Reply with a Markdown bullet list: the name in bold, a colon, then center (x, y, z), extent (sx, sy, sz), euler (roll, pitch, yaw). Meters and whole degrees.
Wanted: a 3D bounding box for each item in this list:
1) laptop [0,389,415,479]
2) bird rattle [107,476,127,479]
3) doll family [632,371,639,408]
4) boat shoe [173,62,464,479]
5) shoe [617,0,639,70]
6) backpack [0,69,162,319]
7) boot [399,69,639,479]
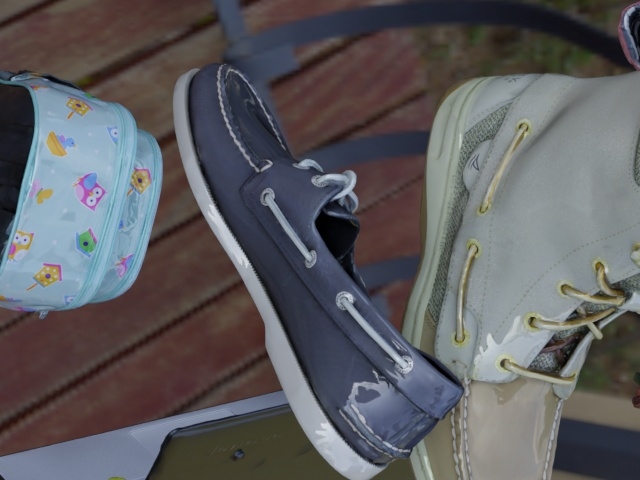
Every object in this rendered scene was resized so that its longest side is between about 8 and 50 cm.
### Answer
- **laptop**: center (-0.061, 0.158, 1.816), extent (0.382, 0.408, 0.236), euler (-10, 115, -29)
- **bird rattle**: center (-0.174, 0.328, 1.521), extent (0.143, 0.207, 0.253), euler (-17, 112, -39)
- **doll family**: center (0.334, 0.114, 1.754), extent (0.076, 0.193, 0.111), euler (13, 77, 0)
- **boat shoe**: center (0.000, 0.000, 0.832), extent (0.075, 0.065, 0.206), euler (23, 38, -56)
- **shoe**: center (0.276, -0.100, 1.410), extent (0.063, 0.178, 0.081), euler (-39, 141, 13)
- **backpack**: center (-0.191, -0.030, 1.345), extent (0.144, 0.188, 0.166), euler (16, 88, -21)
- **boot**: center (0.116, 0.026, 0.817), extent (0.077, 0.165, 0.213), euler (11, 79, -41)
